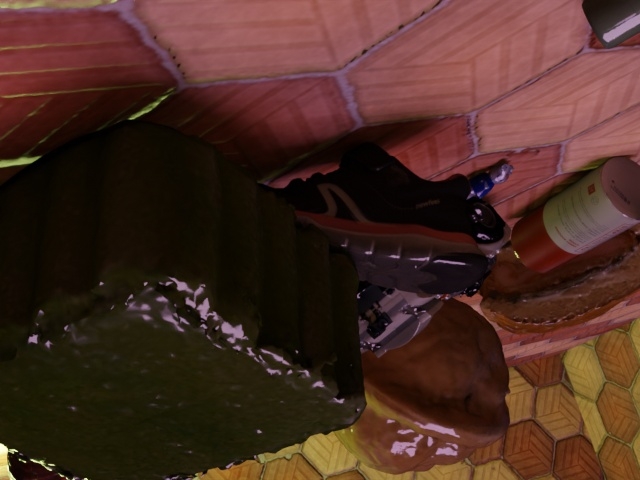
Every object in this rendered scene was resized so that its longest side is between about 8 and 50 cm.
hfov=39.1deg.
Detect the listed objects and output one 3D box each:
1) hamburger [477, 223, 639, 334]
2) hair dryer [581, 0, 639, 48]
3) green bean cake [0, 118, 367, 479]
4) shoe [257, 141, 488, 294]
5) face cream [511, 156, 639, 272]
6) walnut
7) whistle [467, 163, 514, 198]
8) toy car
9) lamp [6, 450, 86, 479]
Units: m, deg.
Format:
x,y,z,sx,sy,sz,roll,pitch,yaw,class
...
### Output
x,y,z,sx,sy,sz,roll,pitch,yaw,class
0.433,0.069,1.590,0.330,0.162,0.209,-22,162,2,hamburger
0.283,-0.194,0.787,0.071,0.047,0.150,-27,167,27,hair dryer
-0.149,0.065,0.797,0.319,0.218,0.335,-20,142,21,green bean cake
0.028,-0.037,0.903,0.291,0.137,0.114,10,157,5,shoe
0.376,-0.032,1.311,0.096,0.095,0.214,-8,162,-29,face cream
0.180,0.280,1.727,0.384,0.383,0.383,-15,164,-5,walnut
0.203,-0.072,1.126,0.083,0.029,0.033,-32,152,15,whistle
0.146,0.044,1.211,0.301,0.118,0.193,-25,164,-49,toy car
-0.410,0.339,1.516,0.247,0.247,0.247,-15,164,-5,lamp
